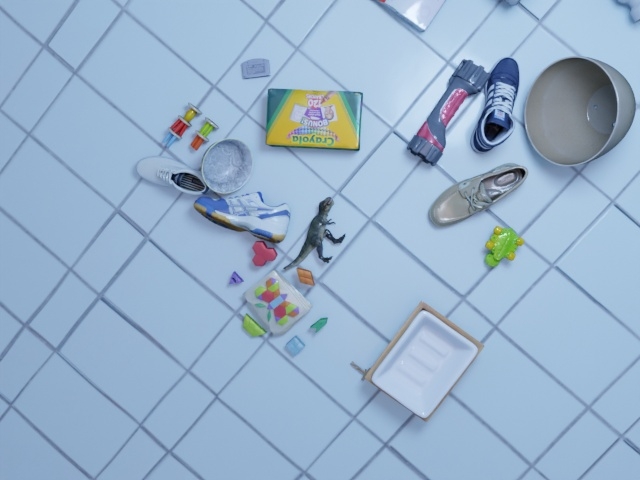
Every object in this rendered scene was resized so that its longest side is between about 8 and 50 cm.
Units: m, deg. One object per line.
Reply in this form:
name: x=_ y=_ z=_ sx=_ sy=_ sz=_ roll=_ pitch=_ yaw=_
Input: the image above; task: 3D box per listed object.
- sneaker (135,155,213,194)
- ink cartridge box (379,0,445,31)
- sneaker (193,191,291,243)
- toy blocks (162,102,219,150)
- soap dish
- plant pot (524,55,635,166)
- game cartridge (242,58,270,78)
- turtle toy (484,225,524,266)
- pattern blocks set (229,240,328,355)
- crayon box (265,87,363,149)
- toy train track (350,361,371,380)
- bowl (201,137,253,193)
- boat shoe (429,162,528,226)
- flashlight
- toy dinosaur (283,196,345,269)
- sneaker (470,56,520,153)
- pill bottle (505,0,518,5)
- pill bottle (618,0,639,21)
sneaker: x=-0.446 y=-0.201 z=1.758 sx=0.258 sy=0.091 sz=0.094 roll=13 pitch=96 yaw=4
ink cartridge box: x=0.254 y=-0.740 z=1.640 sx=0.232 sy=0.066 sz=0.189 roll=32 pitch=98 yaw=-15
sneaker: x=-0.232 y=-0.093 z=1.755 sx=0.296 sy=0.112 sz=0.131 roll=18 pitch=79 yaw=2
toy blocks: x=-0.401 y=-0.326 z=1.762 sx=0.123 sy=0.054 sz=0.148 roll=41 pitch=97 yaw=1
soap dish: x=0.306 y=0.355 z=1.719 sx=0.229 sy=0.118 sz=0.291 roll=35 pitch=97 yaw=2
plant pot: x=0.731 y=-0.353 z=1.566 sx=0.191 sy=0.284 sz=0.284 roll=-11 pitch=95 yaw=-29
game cartridge: x=-0.195 y=-0.521 z=1.745 sx=0.083 sy=0.017 sz=0.056 roll=-4 pitch=98 yaw=6
turtle toy: x=0.529 y=0.019 z=1.694 sx=0.095 sy=0.066 sz=0.130 roll=29 pitch=97 yaw=2
pattern blocks set: x=-0.135 y=0.188 z=1.774 sx=0.325 sy=0.026 sz=0.285 roll=37 pitch=106 yaw=2
crayon box: x=-0.017 y=-0.356 z=1.708 sx=0.278 sy=0.081 sz=0.165 roll=3 pitch=95 yaw=5
toy train track: x=0.130 y=0.404 z=1.794 sx=0.083 sy=0.014 sz=0.048 roll=36 pitch=104 yaw=7
bowl: x=-0.294 y=-0.233 z=1.733 sx=0.170 sy=0.080 sz=0.170 roll=-17 pitch=121 yaw=-31
boat shoe: x=0.455 y=-0.134 z=1.672 sx=0.302 sy=0.098 sz=0.109 roll=-27 pitch=92 yaw=7
flashlight: x=0.373 y=-0.365 z=1.662 sx=0.103 sy=0.103 sz=0.304 roll=33 pitch=97 yaw=-24
toy dinosaur: x=0.000 y=0.000 z=1.752 sx=0.118 sy=0.064 sz=0.268 roll=30 pitch=102 yaw=6
sneaker: x=0.505 y=-0.385 z=1.618 sx=0.099 sy=0.153 sz=0.282 roll=17 pitch=96 yaw=3
pill bottle: x=0.466 y=-0.851 z=1.547 sx=0.224 sy=0.224 sz=0.392 roll=-44 pitch=89 yaw=7
pill bottle: x=0.852 y=-0.740 z=1.555 sx=0.153 sy=0.153 sz=0.264 roll=-27 pitch=92 yaw=7
